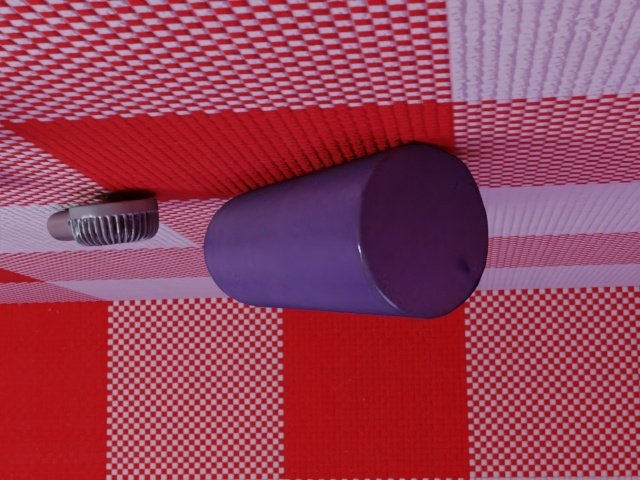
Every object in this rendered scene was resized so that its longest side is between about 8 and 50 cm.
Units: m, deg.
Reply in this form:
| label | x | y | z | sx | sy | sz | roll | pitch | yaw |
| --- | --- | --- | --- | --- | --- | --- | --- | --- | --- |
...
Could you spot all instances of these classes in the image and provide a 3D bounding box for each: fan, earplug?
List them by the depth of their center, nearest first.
| label | x | y | z | sx | sy | sz | roll | pitch | yaw |
| --- | --- | --- | --- | --- | --- | --- | --- | --- | --- |
| earplug | 0.000 | 0.000 | 1.600 | 0.215 | 0.215 | 0.456 | 5 | 174 | -36 |
| fan | -0.339 | -0.030 | 1.778 | 0.130 | 0.074 | 0.244 | -8 | -177 | -40 |
